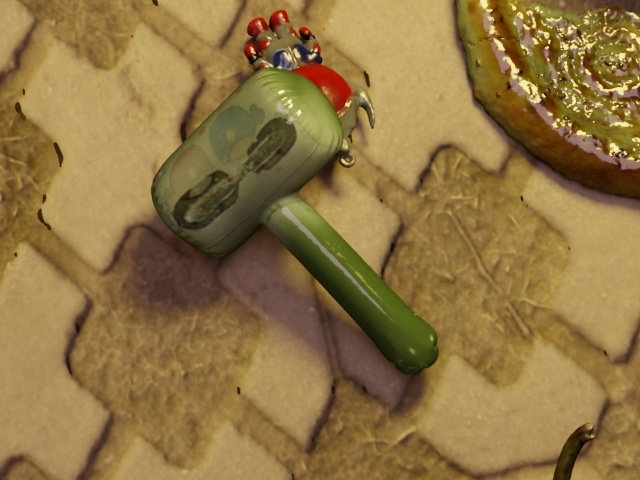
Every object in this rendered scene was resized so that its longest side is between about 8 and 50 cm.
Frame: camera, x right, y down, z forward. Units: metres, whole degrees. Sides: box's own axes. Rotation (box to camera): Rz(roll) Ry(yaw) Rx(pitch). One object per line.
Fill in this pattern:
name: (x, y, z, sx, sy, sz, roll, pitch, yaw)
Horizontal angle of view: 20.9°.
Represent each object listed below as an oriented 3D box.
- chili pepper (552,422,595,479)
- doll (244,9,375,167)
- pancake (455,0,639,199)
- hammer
chili pepper: (0.205, 0.345, 1.649, 0.135, 0.131, 0.338, 1, 78, 26)
doll: (-0.015, -0.156, 1.817, 0.104, 0.062, 0.194, -16, 66, -37)
pancake: (0.272, -0.180, 1.828, 0.197, 0.054, 0.376, -43, 81, -11)
hammer: (0.000, 0.000, 1.739, 0.206, 0.119, 0.335, -42, 93, 22)
